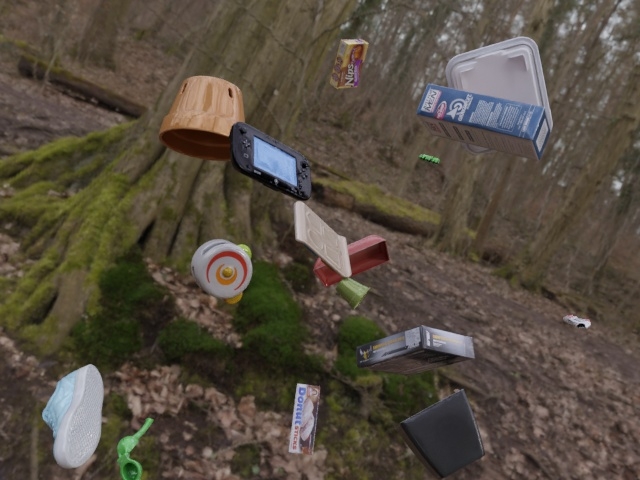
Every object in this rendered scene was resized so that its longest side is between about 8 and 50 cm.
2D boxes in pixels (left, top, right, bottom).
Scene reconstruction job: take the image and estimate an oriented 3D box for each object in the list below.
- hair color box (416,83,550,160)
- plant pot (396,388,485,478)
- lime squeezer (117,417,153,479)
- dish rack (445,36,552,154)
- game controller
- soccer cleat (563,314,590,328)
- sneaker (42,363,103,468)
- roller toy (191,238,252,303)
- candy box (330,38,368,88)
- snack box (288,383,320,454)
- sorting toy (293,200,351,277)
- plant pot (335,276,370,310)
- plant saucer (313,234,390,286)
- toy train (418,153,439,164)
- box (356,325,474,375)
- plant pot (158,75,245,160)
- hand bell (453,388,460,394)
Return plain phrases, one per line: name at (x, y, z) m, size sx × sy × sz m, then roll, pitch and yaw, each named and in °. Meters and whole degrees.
hair color box at (0.473, -0.345, 1.765) m, size 0.347 × 0.105 × 0.174 m, roll 20°, pitch -4°, yaw 28°
plant pot at (0.323, 0.518, 1.593) m, size 0.167 × 0.187 × 0.188 m, roll 62°, pitch -7°, yaw 20°
lime squeezer at (-0.442, 0.541, 1.461) m, size 0.110 × 0.059 × 0.310 m, roll 60°, pitch 1°, yaw -39°
dish rack at (0.558, -0.438, 1.900) m, size 0.285 × 0.333 × 0.072 m, roll -12°, pitch 19°, yaw 20°
game controller at (-0.142, -0.228, 1.800) m, size 0.067 × 0.166 × 0.319 m, roll -32°, pitch -36°, yaw 32°
soccer cleat at (0.766, 0.246, 1.823) m, size 0.083 × 0.035 × 0.029 m, roll 9°, pitch -53°, yaw 44°
sneaker at (-0.720, 0.517, 1.732) m, size 0.366 × 0.150 × 0.135 m, roll -109°, pitch 173°, yaw -63°
roller toy at (-0.338, 0.100, 2.083) m, size 0.191 × 0.209 × 0.146 m, roll 20°, pitch 0°, yaw -27°
candy box at (0.112, -0.698, 2.403) m, size 0.109 × 0.186 × 0.053 m, roll -14°, pitch 44°, yaw -36°
snack box at (-0.042, 0.480, 1.634) m, size 0.064 × 0.178 × 0.022 m, roll 6°, pitch -13°, yaw 5°
sorting toy at (0.000, 0.000, 1.760) m, size 0.208 × 0.038 × 0.193 m, roll 37°, pitch 27°, yaw -29°
plant pot at (0.088, 0.144, 1.748) m, size 0.079 × 0.083 × 0.083 m, roll 38°, pitch 0°, yaw 8°
plant saucer at (0.107, 0.066, 2.103) m, size 0.258 × 0.259 × 0.047 m, roll 60°, pitch 8°, yaw -71°
toy train at (0.408, -0.307, 2.278) m, size 0.083 × 0.023 × 0.017 m, roll 25°, pitch -23°, yaw 32°
box at (0.230, 0.276, 1.496) m, size 0.183 × 0.056 × 0.231 m, roll 16°, pitch -30°, yaw -35°
plant pot at (-0.369, -0.405, 2.003) m, size 0.291 × 0.203 × 0.291 m, roll 7°, pitch -12°, yaw 1°
hand bell at (0.508, 0.643, 2.185) m, size 0.126 × 0.242 × 0.126 m, roll -10°, pitch 16°, yaw 3°
